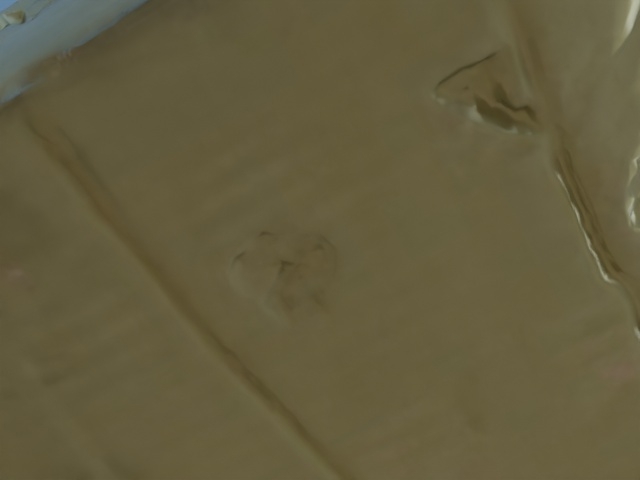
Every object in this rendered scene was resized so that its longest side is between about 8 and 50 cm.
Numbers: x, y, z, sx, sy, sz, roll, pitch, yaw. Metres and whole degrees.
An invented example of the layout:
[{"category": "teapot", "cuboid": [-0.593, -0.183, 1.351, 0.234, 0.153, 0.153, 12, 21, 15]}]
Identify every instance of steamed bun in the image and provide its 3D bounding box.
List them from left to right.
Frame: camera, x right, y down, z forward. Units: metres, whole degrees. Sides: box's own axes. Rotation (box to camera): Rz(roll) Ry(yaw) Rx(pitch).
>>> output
[{"category": "steamed bun", "cuboid": [0.000, 0.000, 0.540, 0.455, 0.290, 0.371, -25, -65, 8]}]
